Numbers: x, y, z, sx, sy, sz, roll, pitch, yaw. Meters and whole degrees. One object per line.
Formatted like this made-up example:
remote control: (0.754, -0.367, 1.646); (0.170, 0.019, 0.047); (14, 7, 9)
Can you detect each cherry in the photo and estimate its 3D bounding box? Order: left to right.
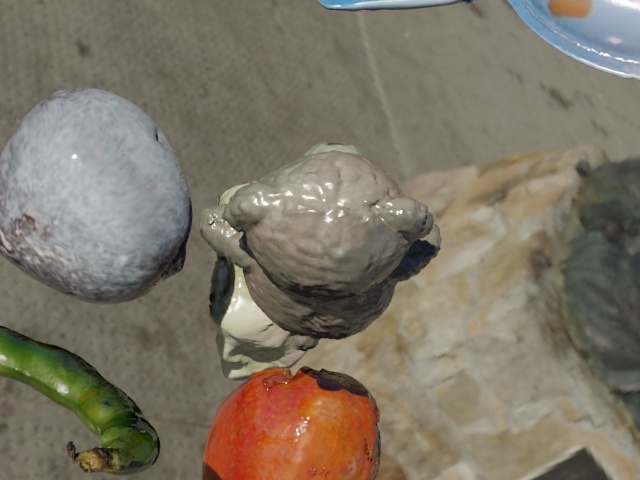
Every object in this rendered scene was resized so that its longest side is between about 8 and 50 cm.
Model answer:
cherry: (-0.292, -0.057, 1.495); (0.296, 0.255, 0.218); (40, 9, 8)

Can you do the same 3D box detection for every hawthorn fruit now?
hawthorn fruit: (-0.045, 0.291, 1.414); (0.211, 0.211, 0.299); (23, 82, -43)

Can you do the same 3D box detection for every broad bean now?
broad bean: (-0.232, 0.138, 1.068); (0.144, 0.049, 0.292); (22, 5, -46)

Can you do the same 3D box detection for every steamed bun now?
steamed bun: (-0.053, 0.060, 1.809); (0.280, 0.207, 0.268); (90, 2, -58)

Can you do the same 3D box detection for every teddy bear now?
teddy bear: (0.000, 0.001, 1.149); (0.267, 0.236, 0.151); (91, 1, -61)

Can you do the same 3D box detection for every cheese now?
cheese: (0.127, -0.136, 0.580); (0.052, 0.244, 0.135); (87, 19, -57)
